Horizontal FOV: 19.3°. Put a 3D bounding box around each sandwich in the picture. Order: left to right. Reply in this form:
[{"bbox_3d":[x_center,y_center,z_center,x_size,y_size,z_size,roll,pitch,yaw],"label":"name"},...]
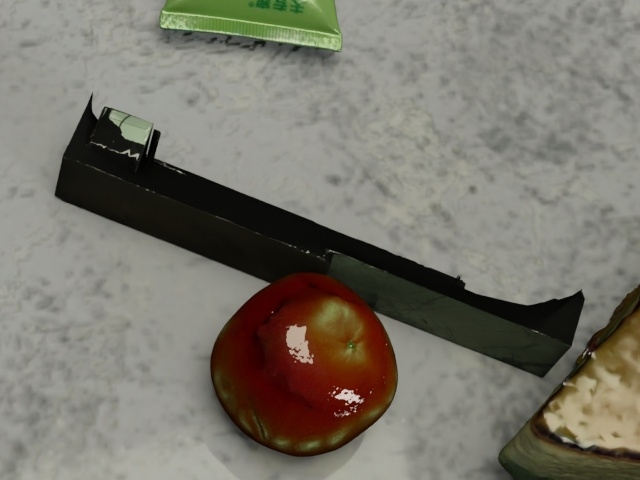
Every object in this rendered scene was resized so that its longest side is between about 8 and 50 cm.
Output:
[{"bbox_3d":[0.215,0.083,0.886,0.186,0.108,0.220,42,64,8],"label":"sandwich"}]

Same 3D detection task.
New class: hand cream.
[{"bbox_3d":[-0.031,-0.184,0.983,0.095,0.046,0.175,7,68,-12],"label":"hand cream"}]

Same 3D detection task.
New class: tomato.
[{"bbox_3d":[-0.006,0.057,0.871,0.087,0.075,0.087,5,67,-13],"label":"tomato"}]

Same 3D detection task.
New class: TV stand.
[{"bbox_3d":[0.000,0.000,0.910,0.256,0.049,0.040,21,64,-2],"label":"TV stand"}]
